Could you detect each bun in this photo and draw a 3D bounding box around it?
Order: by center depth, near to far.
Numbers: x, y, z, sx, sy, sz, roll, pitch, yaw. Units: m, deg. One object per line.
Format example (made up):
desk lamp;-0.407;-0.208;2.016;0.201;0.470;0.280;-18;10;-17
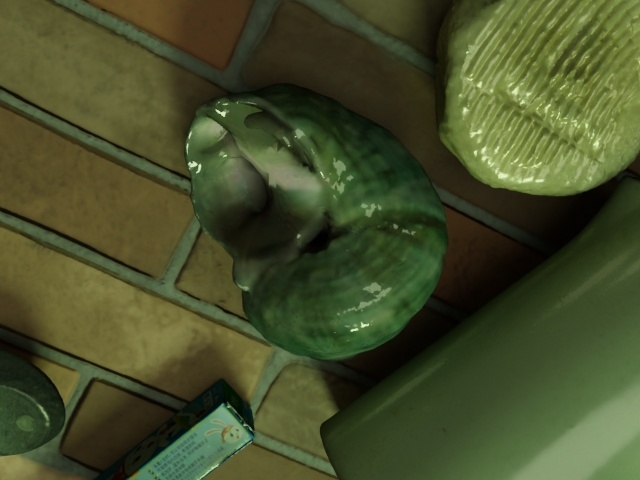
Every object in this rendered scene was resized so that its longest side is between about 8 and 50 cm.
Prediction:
bun;0.194;-0.150;0.748;0.220;0.134;0.220;-4;106;-15

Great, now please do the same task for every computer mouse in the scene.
computer mouse;-0.337;0.140;0.775;0.229;0.068;0.113;2;117;1

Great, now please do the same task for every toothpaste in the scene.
toothpaste;-0.179;0.239;0.824;0.266;0.065;0.050;-38;107;2

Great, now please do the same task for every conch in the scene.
conch;0.000;0.000;0.745;0.220;0.195;0.277;-2;130;12

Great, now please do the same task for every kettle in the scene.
kettle;0.253;0.190;0.763;0.376;0.250;0.361;-40;84;2
